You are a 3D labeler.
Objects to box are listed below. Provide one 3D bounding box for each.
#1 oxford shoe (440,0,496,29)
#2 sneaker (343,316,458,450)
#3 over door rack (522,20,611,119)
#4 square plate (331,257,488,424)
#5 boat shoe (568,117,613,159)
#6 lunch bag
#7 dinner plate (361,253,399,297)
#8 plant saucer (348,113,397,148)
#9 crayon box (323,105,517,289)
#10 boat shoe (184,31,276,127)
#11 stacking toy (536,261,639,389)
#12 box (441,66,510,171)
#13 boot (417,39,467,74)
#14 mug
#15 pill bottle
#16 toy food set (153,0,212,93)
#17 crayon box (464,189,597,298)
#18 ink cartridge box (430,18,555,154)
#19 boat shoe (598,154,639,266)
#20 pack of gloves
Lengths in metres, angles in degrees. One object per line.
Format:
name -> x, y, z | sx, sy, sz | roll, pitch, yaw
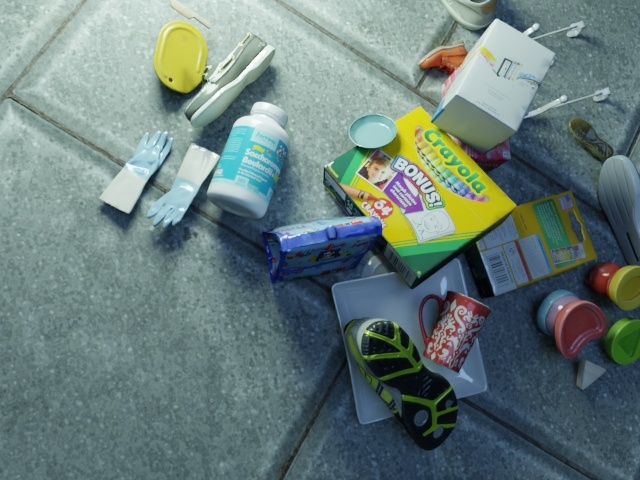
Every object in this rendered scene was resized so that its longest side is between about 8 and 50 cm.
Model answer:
oxford shoe -> 0.335, -0.790, 1.550 | 0.449, 0.130, 0.169 | 46, 76, 0
sneaker -> 0.188, 0.317, 1.271 | 0.145, 0.147, 0.384 | -36, 110, -16
over door rack -> 0.666, -0.495, 1.575 | 0.325, 0.108, 0.239 | -16, 85, -14
square plate -> 0.220, 0.242, 1.373 | 0.348, 0.049, 0.343 | -11, 87, -13
boat shoe -> 0.775, -0.291, 1.598 | 0.153, 0.048, 0.056 | 42, 87, 5
lunch bag -> 0.000, 0.000, 1.253 | 0.221, 0.293, 0.138 | -9, 82, -13
dinner plate -> 0.174, 0.100, 1.415 | 0.141, 0.017, 0.141 | 2, 81, -11
plant saucer -> 0.130, -0.266, 1.372 | 0.120, 0.021, 0.119 | -4, 55, 6
crayon box -> 0.238, -0.115, 1.375 | 0.313, 0.106, 0.363 | -34, 73, -14
boat shoe -> -0.238, -0.402, 1.375 | 0.091, 0.109, 0.305 | 40, 69, -2
stacking toy -> 0.729, 0.217, 1.488 | 0.309, 0.130, 0.279 | -25, 112, -12
box -> 0.413, -0.320, 1.483 | 0.128, 0.122, 0.256 | 0, 80, -11
boot -> 0.347, -0.496, 1.536 | 0.158, 0.059, 0.084 | -22, 90, -16
mug -> 0.310, 0.215, 1.333 | 0.113, 0.150, 0.169 | 32, 80, -45
pill bottle -> -0.163, -0.195, 1.330 | 0.146, 0.146, 0.263 | 20, 77, -8
toy food set -> -0.356, -0.471, 1.387 | 0.128, 0.071, 0.217 | 18, 78, -33
crayon box -> 0.548, 0.009, 1.473 | 0.323, 0.083, 0.203 | -17, 84, -13
ink cartridge box -> 0.412, -0.367, 1.338 | 0.168, 0.171, 0.232 | 31, 76, -3
boat shoe -> 0.887, -0.083, 1.555 | 0.119, 0.121, 0.334 | -19, 95, -22
pack of gloves -> -0.383, -0.146, 1.341 | 0.195, 0.046, 0.232 | 26, 73, 6
